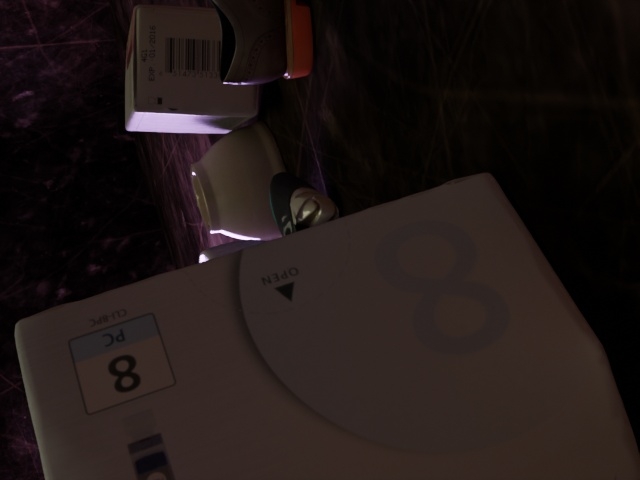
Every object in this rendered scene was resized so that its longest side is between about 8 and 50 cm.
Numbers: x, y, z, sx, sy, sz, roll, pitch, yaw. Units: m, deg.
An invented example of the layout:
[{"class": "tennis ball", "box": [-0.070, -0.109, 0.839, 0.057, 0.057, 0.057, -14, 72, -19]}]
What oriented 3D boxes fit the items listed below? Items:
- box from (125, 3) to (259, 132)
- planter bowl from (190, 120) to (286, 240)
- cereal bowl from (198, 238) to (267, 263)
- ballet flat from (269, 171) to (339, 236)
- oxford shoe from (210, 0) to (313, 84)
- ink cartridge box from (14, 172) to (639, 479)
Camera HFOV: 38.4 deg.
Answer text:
[{"class": "box", "box": [-0.169, -0.209, 1.165, 0.232, 0.148, 0.127, -173, 83, -75]}, {"class": "planter bowl", "box": [-0.111, -0.069, 1.234, 0.162, 0.109, 0.162, 163, 90, -78]}, {"class": "cereal bowl", "box": [-0.030, 0.152, 1.097, 0.339, 0.141, 0.339, 164, 90, -77]}, {"class": "ballet flat", "box": [0.000, 0.000, 0.973, 0.074, 0.074, 0.203, 99, 158, -61]}, {"class": "oxford shoe", "box": [-0.072, -0.269, 0.849, 0.097, 0.098, 0.272, -128, 25, -57]}, {"class": "ink cartridge box", "box": [0.034, 0.163, 0.481, 0.091, 0.308, 0.385, 90, 159, -52]}]
